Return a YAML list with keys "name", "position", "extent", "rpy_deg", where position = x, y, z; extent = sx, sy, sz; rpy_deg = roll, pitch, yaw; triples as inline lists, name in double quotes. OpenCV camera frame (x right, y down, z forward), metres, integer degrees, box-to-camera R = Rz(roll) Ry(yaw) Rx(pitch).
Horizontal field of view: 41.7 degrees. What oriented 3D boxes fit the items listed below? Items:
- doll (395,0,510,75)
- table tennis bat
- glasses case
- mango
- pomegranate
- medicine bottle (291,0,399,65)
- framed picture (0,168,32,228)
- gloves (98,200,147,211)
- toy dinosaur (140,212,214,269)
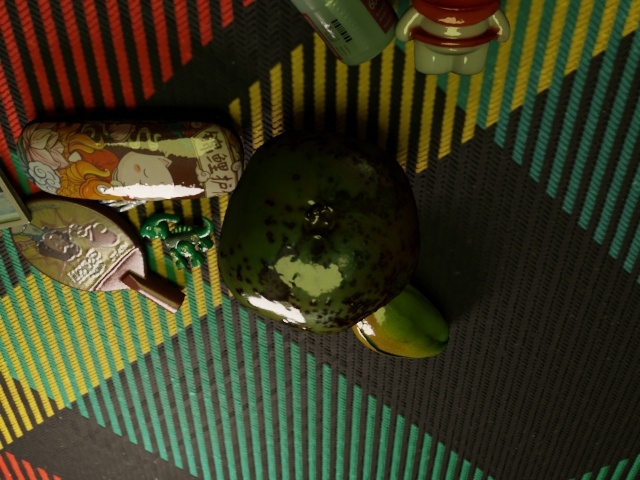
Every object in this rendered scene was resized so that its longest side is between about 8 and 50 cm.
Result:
- name: "doll"
  position: [0.155, -0.319, 0.914]
  extent: [0.161, 0.130, 0.290]
  rpy_deg: [3, 129, 3]
- name: "table tennis bat"
  position: [-0.358, 0.027, 1.375]
  extent: [0.310, 0.038, 0.200]
  rpy_deg: [35, 129, -21]
- name: "glasses case"
  position: [-0.267, -0.118, 1.186]
  extent: [0.321, 0.082, 0.122]
  rpy_deg: [0, 132, 6]
- name: "mango"
  position: [0.128, 0.134, 1.376]
  extent: [0.125, 0.111, 0.233]
  rpy_deg: [-10, 146, 34]
- name: "pomegranate"
  position: [0.000, 0.000, 1.182]
  extent: [0.285, 0.285, 0.340]
  rpy_deg: [7, 167, 0]
- name: "medicine bottle"
  position: [-0.001, -0.307, 0.967]
  extent: [0.090, 0.090, 0.216]
  rpy_deg: [-25, 126, 27]
- name: "framed picture"
  position: [-0.564, -0.071, 1.293]
  extent: [0.203, 0.015, 0.150]
  rpy_deg: [-8, 126, 18]
- name: "gloves"
  position: [-0.301, -0.073, 1.275]
  extent: [0.086, 0.026, 0.064]
  rpy_deg: [-14, 130, 25]
- name: "toy dinosaur"
  position: [-0.217, -0.008, 1.311]
  extent: [0.132, 0.059, 0.096]
  rpy_deg: [-17, 125, 32]
